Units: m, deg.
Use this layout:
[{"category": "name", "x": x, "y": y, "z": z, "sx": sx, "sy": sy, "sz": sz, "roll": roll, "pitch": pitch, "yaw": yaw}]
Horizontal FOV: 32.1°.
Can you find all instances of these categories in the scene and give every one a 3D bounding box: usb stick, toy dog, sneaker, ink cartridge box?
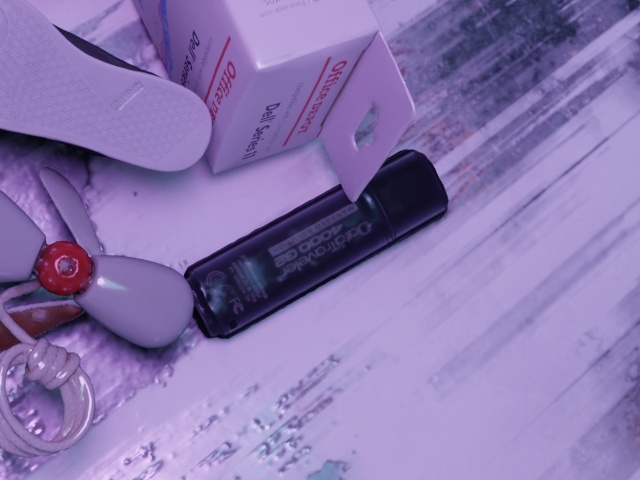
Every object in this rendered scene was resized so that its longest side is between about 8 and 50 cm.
[{"category": "usb stick", "x": 0.000, "y": 0.000, "z": 1.040, "sx": 0.278, "sy": 0.045, "sz": 0.077, "roll": -29, "pitch": 93, "yaw": -21}, {"category": "toy dog", "x": -0.285, "y": 0.008, "z": 0.919, "sx": 0.333, "sy": 0.161, "sz": 0.220, "roll": 48, "pitch": 65, "yaw": -17}, {"category": "sneaker", "x": -0.247, "y": -0.136, "z": 0.925, "sx": 0.296, "sy": 0.147, "sz": 0.104, "roll": 22, "pitch": 87, "yaw": -33}, {"category": "ink cartridge box", "x": -0.068, "y": -0.201, "z": 0.964, "sx": 0.119, "sy": 0.207, "sz": 0.353, "roll": -21, "pitch": 76, "yaw": -22}]
